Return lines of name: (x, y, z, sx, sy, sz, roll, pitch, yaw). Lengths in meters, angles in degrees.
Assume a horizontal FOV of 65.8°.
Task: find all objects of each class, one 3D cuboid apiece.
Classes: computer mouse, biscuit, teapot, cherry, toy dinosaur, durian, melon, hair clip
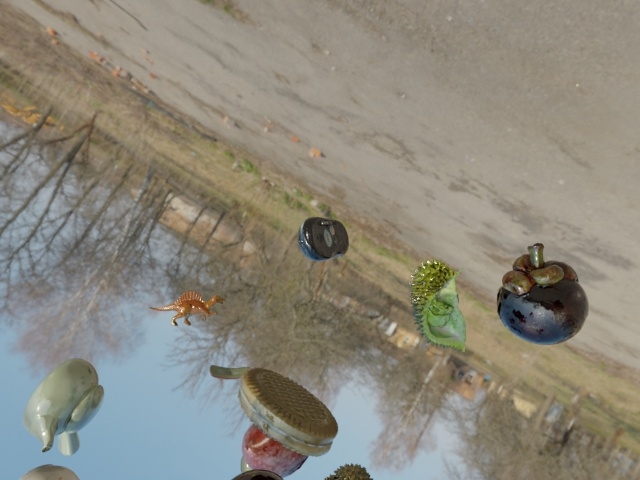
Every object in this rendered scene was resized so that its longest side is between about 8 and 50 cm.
computer mouse: (0.000, 0.000, 1.548, 0.096, 0.137, 0.233, -10, 173, 32)
biscuit: (-0.070, 0.370, 1.076, 0.259, 0.079, 0.259, 31, 180, 0)
teapot: (-0.622, 0.553, 1.080, 0.226, 0.145, 0.092, -13, -126, -33)
cherry: (-0.127, 0.580, 1.411, 0.250, 0.192, 0.175, 18, -141, -51)
toy dinosaur: (-0.436, 0.217, 1.630, 0.212, 0.142, 0.057, 26, -168, -27)
durian: (0.374, 0.204, 1.595, 0.157, 0.170, 0.355, -84, -16, -56)
teapot: (-0.663, 0.439, 1.312, 0.149, 0.220, 0.318, 33, 151, 0)
melon: (-0.226, 0.802, 1.722, 0.099, 0.099, 0.162, 24, 130, 57)
hair clip: (-0.308, 0.446, 1.679, 0.137, 0.022, 0.054, 5, -149, -13)
durian: (0.089, 0.922, 1.735, 0.258, 0.258, 0.293, 29, -165, 23)

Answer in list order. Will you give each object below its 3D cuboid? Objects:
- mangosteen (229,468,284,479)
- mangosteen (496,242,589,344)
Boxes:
mangosteen: (-0.130, 0.597, 1.028, 0.192, 0.192, 0.217, 34, -170, -41)
mangosteen: (0.527, 0.124, 1.190, 0.211, 0.211, 0.249, 23, 128, 62)
